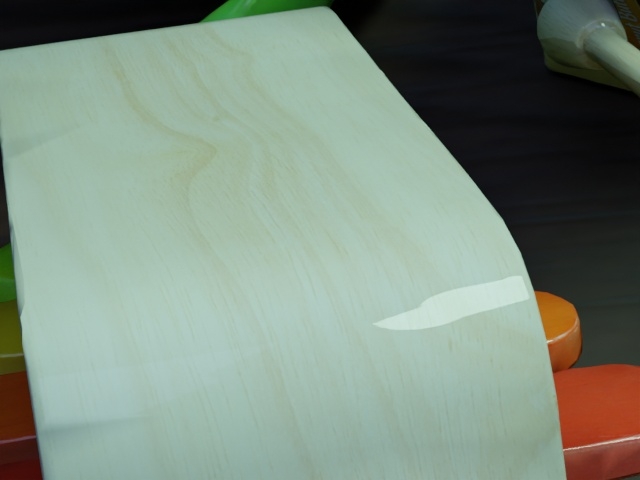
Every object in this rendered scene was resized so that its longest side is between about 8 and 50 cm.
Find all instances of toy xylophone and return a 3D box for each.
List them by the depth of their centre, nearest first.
[{"bbox_3d":[0.000,0.000,0.518,0.236,0.081,0.323,-6,23,-1],"label":"toy xylophone"}]

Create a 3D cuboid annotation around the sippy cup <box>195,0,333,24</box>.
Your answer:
[{"bbox_3d":[-0.081,-0.224,0.691,0.224,0.240,0.305,2,51,26],"label":"sippy cup"}]

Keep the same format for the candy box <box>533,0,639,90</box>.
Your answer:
[{"bbox_3d":[0.166,-0.226,0.647,0.087,0.183,0.316,18,66,21],"label":"candy box"}]
